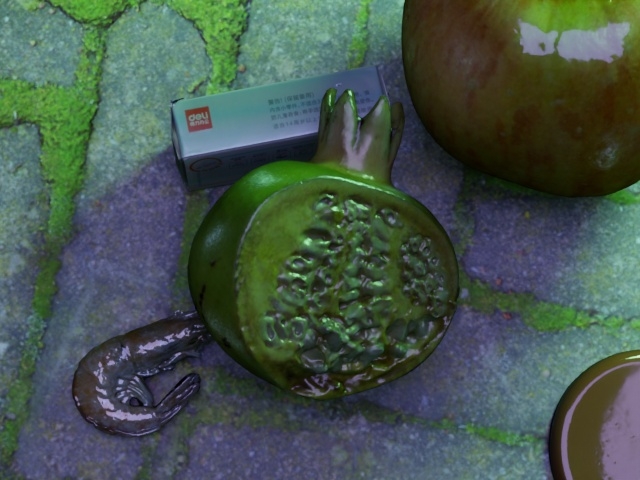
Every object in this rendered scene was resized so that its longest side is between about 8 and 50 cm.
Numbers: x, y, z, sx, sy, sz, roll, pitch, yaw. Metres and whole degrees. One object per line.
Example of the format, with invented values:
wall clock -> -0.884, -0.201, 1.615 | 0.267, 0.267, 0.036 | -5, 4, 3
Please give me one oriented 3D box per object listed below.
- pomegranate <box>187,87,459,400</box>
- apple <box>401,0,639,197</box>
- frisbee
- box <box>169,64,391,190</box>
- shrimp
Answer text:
pomegranate -> 0.000, 0.000, 1.638 | 0.309, 0.216, 0.359 | 13, 88, -20
apple -> 0.289, -0.239, 1.685 | 0.400, 0.333, 0.400 | -3, 56, 4
frisbee -> 0.400, 0.254, 1.694 | 0.250, 0.021, 0.251 | 1, 74, -3
box -> -0.051, -0.137, 1.733 | 0.269, 0.135, 0.079 | -11, 75, -4
shrimp -> -0.190, 0.158, 1.692 | 0.223, 0.047, 0.126 | -24, 81, -4
